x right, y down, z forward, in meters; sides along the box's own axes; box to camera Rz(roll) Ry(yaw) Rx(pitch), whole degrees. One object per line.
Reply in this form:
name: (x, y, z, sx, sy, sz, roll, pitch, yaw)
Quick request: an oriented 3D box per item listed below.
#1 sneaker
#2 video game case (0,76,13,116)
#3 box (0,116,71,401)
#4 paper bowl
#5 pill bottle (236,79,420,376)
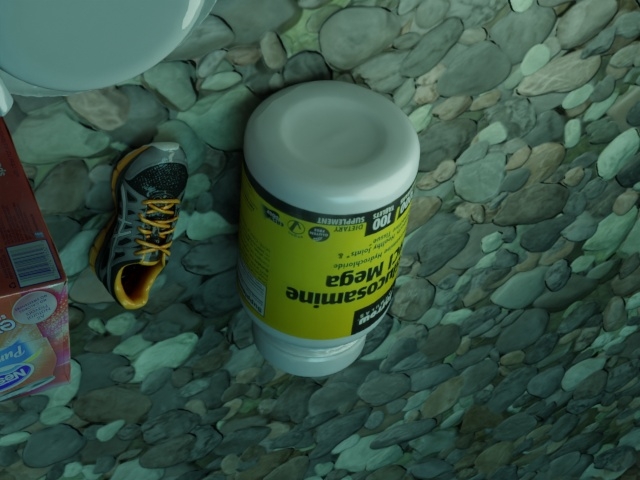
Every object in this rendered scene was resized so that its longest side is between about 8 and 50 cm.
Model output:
sneaker: (-0.188, -0.016, 1.382, 0.084, 0.083, 0.215, -2, 133, -30)
video game case: (-0.366, -0.178, 1.015, 0.201, 0.023, 0.183, 11, 147, 19)
box: (-0.333, -0.006, 1.112, 0.154, 0.300, 0.142, -14, 140, -22)
paper bowl: (-0.206, -0.239, 1.060, 0.284, 0.148, 0.284, -19, 143, -16)
pill bottle: (0.000, 0.000, 1.439, 0.188, 0.188, 0.334, -15, 141, -19)
